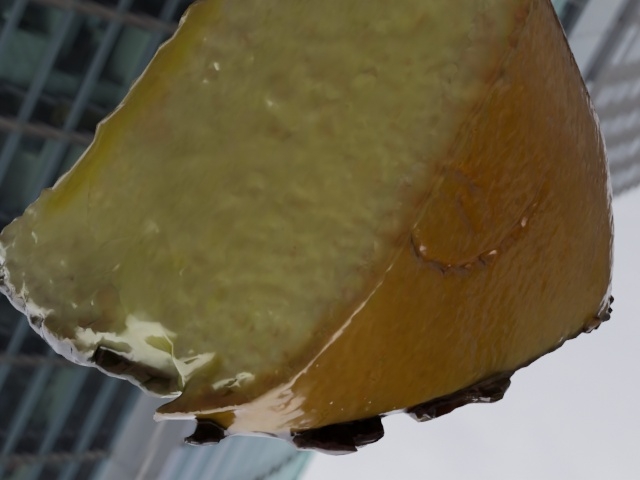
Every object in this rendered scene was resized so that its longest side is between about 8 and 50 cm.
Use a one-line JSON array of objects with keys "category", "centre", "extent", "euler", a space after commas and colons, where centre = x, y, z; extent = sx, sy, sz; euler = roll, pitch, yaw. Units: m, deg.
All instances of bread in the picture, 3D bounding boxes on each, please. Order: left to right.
[{"category": "bread", "centre": [0.000, 0.000, 0.527], "extent": [0.140, 0.160, 0.169], "euler": [33, 164, 38]}]
